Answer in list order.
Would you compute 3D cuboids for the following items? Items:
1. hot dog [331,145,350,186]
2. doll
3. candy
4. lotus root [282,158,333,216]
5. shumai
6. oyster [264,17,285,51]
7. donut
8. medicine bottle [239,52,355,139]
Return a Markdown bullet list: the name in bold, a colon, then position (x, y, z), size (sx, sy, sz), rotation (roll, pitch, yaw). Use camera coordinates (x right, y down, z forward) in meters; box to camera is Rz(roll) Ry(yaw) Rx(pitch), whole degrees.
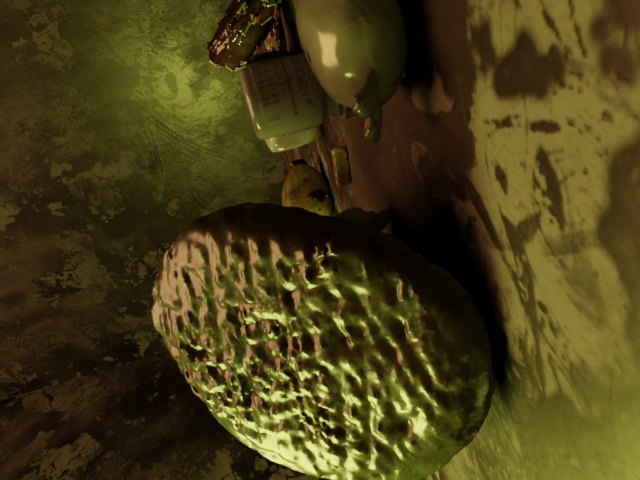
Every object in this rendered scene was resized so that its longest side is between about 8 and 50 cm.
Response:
- **hot dog**: position (0.040, -0.154, 0.928), size (0.034, 0.030, 0.090), rotation (-110, 7, -52)
- **doll**: position (0.024, -0.235, 0.463), size (0.155, 0.113, 0.275), rotation (62, -177, -70)
- **candy**: position (-0.109, -0.389, 1.228), size (0.359, 0.144, 0.208), rotation (-116, 13, -62)
- **lotus root**: position (-0.035, -0.111, 1.310), size (0.154, 0.140, 0.257), rotation (-34, 60, 54)
- **shumai**: position (0.021, 0.083, 0.602), size (0.323, 0.397, 0.324), rotation (-43, -36, -62)
- **oyster**: position (-0.158, -0.636, 1.412), size (0.191, 0.081, 0.163), rotation (79, 170, -75)
- **donut**: position (-0.188, -0.551, 1.152), size (0.103, 0.270, 0.270), rotation (31, -161, -29)
- **medicine bottle**: position (-0.024, -0.213, 0.654), size (0.105, 0.168, 0.105), rotation (165, 90, -86)
